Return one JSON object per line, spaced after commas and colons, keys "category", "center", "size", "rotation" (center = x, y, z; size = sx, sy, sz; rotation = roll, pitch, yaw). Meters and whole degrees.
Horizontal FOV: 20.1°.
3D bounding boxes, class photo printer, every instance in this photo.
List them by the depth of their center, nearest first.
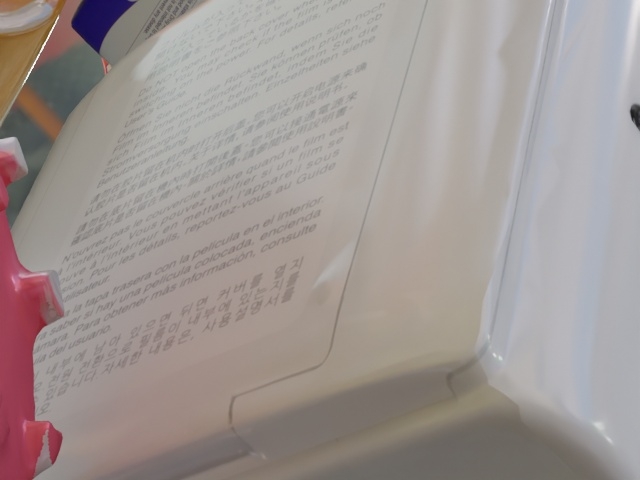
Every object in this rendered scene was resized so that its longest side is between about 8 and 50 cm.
{"category": "photo printer", "center": [0.000, 0.000, 0.591], "size": [0.256, 0.107, 0.307], "rotation": [-24, -150, 30]}

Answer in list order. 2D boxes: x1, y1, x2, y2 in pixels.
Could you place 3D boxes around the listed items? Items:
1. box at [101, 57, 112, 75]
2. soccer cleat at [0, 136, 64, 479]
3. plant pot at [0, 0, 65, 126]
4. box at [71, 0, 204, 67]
{"category": "box", "center": [0.001, -0.194, 1.176], "size": [0.300, 0.142, 0.154], "rotation": [-34, -125, 25]}
{"category": "soccer cleat", "center": [-0.130, -0.029, 0.463], "size": [0.095, 0.083, 0.248], "rotation": [-16, -108, 4]}
{"category": "plant pot", "center": [-0.226, -0.103, 0.896], "size": [0.188, 0.205, 0.205], "rotation": [-38, -141, 38]}
{"category": "box", "center": [-0.026, -0.095, 0.869], "size": [0.137, 0.126, 0.072], "rotation": [44, -57, 9]}
